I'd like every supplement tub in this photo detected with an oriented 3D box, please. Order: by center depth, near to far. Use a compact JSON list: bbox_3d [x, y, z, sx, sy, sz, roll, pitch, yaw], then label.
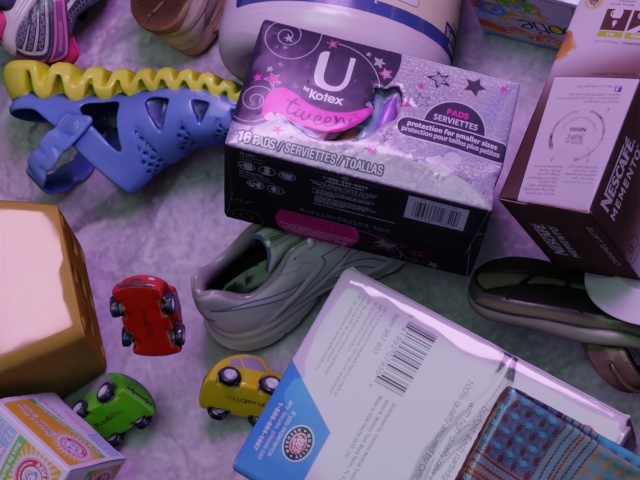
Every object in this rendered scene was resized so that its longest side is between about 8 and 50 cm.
[{"bbox_3d":[0.037,-0.310,1.733,0.235,0.235,0.325,7,76,16],"label":"supplement tub"}]

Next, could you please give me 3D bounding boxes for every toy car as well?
[{"bbox_3d":[-0.168,0.136,1.724,0.225,0.239,0.053,-32,32,30],"label":"toy car"}]

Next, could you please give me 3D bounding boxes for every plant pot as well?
[{"bbox_3d":[-0.330,0.072,1.747,0.187,0.212,0.212,-13,71,-1],"label":"plant pot"}]

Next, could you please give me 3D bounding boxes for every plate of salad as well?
[{"bbox_3d":[0.348,0.030,1.609,0.199,0.048,0.200,-13,30,8],"label":"plate of salad"}]

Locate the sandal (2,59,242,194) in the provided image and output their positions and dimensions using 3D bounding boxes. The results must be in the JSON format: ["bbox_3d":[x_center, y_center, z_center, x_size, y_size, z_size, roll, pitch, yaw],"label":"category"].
[{"bbox_3d":[-0.190,-0.112,1.806,0.317,0.126,0.138,3,83,23],"label":"sandal"}]

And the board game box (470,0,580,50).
[{"bbox_3d":[0.262,-0.342,1.732,0.144,0.142,0.275,17,79,19],"label":"board game box"}]

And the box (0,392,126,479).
[{"bbox_3d":[-0.302,0.264,1.698,0.114,0.103,0.203,37,105,21],"label":"box"}]

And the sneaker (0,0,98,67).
[{"bbox_3d":[-0.261,-0.326,1.893,0.112,0.121,0.299,29,82,-9],"label":"sneaker"}]

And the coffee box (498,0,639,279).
[{"bbox_3d":[0.272,-0.107,1.585,0.098,0.141,0.246,11,68,37],"label":"coffee box"}]

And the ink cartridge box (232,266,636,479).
[{"bbox_3d":[0.111,0.200,1.624,0.307,0.129,0.223,28,83,19],"label":"ink cartridge box"}]

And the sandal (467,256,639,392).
[{"bbox_3d":[0.286,0.093,1.633,0.302,0.120,0.086,16,116,15],"label":"sandal"}]

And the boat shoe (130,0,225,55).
[{"bbox_3d":[-0.103,-0.347,1.857,0.109,0.098,0.302,18,81,32],"label":"boat shoe"}]

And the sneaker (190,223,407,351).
[{"bbox_3d":[0.000,0.000,1.712,0.297,0.129,0.111,-39,67,0],"label":"sneaker"}]

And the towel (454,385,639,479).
[{"bbox_3d":[0.255,0.327,1.502,0.370,0.040,0.271,30,83,-11],"label":"towel"}]

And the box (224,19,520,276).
[{"bbox_3d":[0.045,-0.086,1.607,0.247,0.163,0.142,14,66,2],"label":"box"}]
